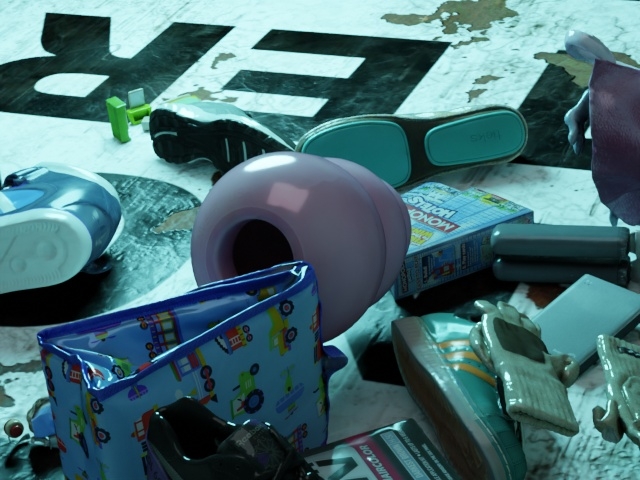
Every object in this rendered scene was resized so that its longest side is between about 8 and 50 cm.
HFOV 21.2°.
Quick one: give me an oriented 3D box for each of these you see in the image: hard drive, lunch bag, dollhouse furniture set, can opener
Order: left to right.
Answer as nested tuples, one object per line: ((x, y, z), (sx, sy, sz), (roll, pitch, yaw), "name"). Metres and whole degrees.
((-0.233, -0.195, 2.475), (0.151, 0.059, 0.076), (-20, 32, -24), "dollhouse furniture set")
((-0.098, 0.157, 1.639), (0.293, 0.221, 0.138), (-21, 32, -26), "lunch bag")
((0.287, 0.093, 1.879), (0.135, 0.022, 0.094), (-36, 41, -30), "hard drive")
((0.332, 0.024, 1.961), (0.280, 0.074, 0.093), (5, 31, 19), "can opener")

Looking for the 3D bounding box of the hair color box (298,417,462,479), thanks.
((-0.046, 0.296, 1.492), (0.374, 0.114, 0.185), (-16, 31, -17), "hair color box")

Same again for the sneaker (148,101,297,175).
((-0.113, -0.141, 2.319), (0.108, 0.100, 0.271), (-24, 33, -39), "sneaker")

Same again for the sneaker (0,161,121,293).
((-0.407, -0.015, 2.130), (0.322, 0.130, 0.236), (-5, 19, 10), "sneaker")

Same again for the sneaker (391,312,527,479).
((0.165, 0.149, 1.727), (0.121, 0.108, 0.302), (-15, 28, -8), "sneaker")

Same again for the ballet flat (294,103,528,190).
((0.115, -0.121, 2.263), (0.316, 0.108, 0.106), (-5, 8, -9), "ballet flat")

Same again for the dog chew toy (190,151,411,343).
((0.000, 0.000, 1.844), (0.206, 0.207, 0.332), (8, 10, 23), "dog chew toy")

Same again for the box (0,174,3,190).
((-0.518, -0.065, 2.160), (0.231, 0.183, 0.056), (-23, 33, -31), "box")

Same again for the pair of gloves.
((0.256, 0.147, 1.677), (0.240, 0.042, 0.204), (18, 26, -22), "pair of gloves")

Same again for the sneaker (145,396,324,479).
((-0.041, 0.217, 1.388), (0.283, 0.124, 0.107), (18, 38, 34), "sneaker")

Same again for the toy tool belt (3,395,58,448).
((-0.285, 0.192, 1.788), (0.083, 0.052, 0.051), (-19, 23, -22), "toy tool belt")

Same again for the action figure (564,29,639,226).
((0.492, -0.129, 1.983), (0.370, 0.276, 0.248), (-12, -13, 26), "action figure")

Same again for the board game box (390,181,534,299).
((0.123, -0.005, 2.067), (0.194, 0.060, 0.194), (-27, 35, -35), "board game box")
